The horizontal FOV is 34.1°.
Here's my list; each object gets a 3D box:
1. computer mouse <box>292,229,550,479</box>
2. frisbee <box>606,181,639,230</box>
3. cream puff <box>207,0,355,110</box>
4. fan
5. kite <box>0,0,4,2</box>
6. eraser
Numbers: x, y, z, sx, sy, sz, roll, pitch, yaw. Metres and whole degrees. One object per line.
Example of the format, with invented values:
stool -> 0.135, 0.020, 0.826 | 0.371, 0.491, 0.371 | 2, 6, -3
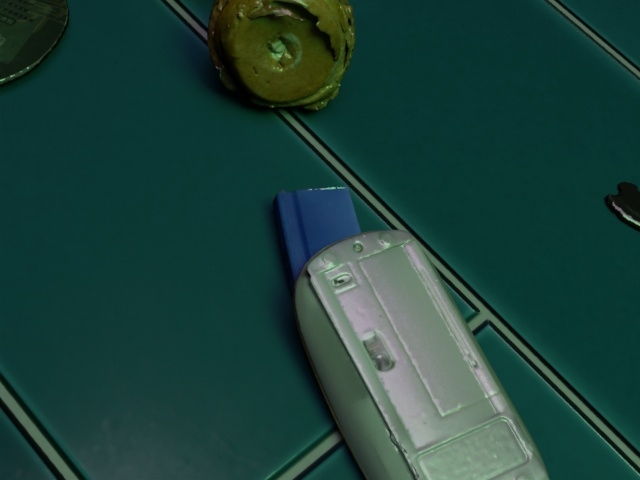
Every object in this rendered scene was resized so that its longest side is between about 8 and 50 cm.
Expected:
computer mouse -> 0.070, 0.105, 0.751 | 0.125, 0.056, 0.245 | -20, 68, -23
frisbee -> 0.328, 0.013, 0.904 | 0.187, 0.012, 0.211 | 36, 57, 11
cream puff -> -0.030, -0.175, 0.884 | 0.133, 0.119, 0.104 | 21, 30, -32
fan -> -0.363, -0.184, 0.856 | 0.294, 0.012, 0.223 | -32, 69, -30
kite -> -0.314, -0.272, 0.940 | 0.198, 0.006, 0.244 | 18, 55, -1
eraser -> 0.000, 0.000, 0.822 | 0.063, 0.027, 0.085 | -5, 59, -16
